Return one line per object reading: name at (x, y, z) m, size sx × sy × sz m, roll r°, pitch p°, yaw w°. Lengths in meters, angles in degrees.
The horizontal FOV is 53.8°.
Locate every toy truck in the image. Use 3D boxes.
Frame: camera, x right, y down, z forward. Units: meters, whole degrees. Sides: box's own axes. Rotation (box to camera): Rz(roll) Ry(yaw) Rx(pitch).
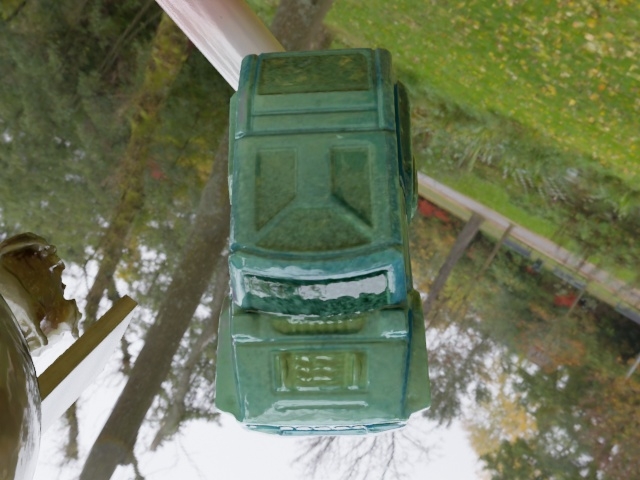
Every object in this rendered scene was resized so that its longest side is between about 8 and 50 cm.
toy truck at (0.000, 0.000, 0.468) m, size 0.155 × 0.278 × 0.156 m, roll -2°, pitch 158°, yaw 3°

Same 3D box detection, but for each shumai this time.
shumai at (-0.495, 0.076, 0.931) m, size 0.267 × 0.262 × 0.314 m, roll 46°, pitch -179°, yaw -35°

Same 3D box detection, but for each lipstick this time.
lipstick at (-0.090, -0.238, 0.843) m, size 0.327 × 0.087 × 0.087 m, roll 46°, pitch 179°, yaw -28°

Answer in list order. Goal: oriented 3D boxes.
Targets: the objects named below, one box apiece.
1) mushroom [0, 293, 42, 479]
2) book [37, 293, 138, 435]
mushroom at (-0.336, 0.092, 0.311) m, size 0.362 × 0.294 × 0.362 m, roll 31°, pitch 172°, yaw 5°
book at (-0.314, 0.178, 0.761) m, size 0.026 × 0.161 × 0.231 m, roll 35°, pitch -147°, yaw -1°
